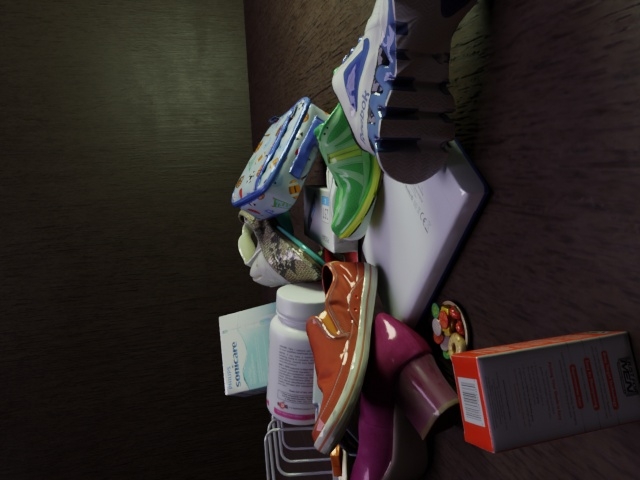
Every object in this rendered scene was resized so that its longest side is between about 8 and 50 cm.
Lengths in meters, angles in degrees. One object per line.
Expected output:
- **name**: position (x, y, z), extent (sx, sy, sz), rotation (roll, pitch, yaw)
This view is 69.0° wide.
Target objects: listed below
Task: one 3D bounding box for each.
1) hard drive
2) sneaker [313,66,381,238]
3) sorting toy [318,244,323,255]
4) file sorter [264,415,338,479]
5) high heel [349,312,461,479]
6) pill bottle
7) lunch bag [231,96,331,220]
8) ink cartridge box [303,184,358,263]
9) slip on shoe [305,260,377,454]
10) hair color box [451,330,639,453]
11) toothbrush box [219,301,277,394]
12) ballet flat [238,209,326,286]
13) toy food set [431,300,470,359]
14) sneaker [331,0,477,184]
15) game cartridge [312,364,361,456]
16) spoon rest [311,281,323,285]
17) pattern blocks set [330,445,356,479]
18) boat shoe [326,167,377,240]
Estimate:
- **hard drive**: position (0.139, -0.024, 0.717), extent (0.319, 0.040, 0.210), rotation (101, 160, -47)
- **sneaker**: position (0.048, -0.151, 0.796), extent (0.109, 0.123, 0.295), rotation (-40, -42, -83)
- **sorting toy**: position (0.000, 0.000, 1.345), extent (0.062, 0.012, 0.083), rotation (-122, 34, -53)
- **file sorter**: position (-0.032, 0.497, 1.161), extent (0.278, 0.173, 0.193), rotation (-46, -49, -86)
- **high heel**: position (0.101, 0.301, 0.781), extent (0.181, 0.127, 0.377), rotation (55, 134, 40)
- **pill bottle**: position (-0.037, 0.251, 1.057), extent (0.160, 0.160, 0.283), rotation (-138, 49, -70)
- **lunch bag**: position (-0.091, -0.204, 1.150), extent (0.243, 0.115, 0.303), rotation (-16, 48, 58)
- **ink cartridge box**: position (0.022, -0.002, 1.150), extent (0.296, 0.066, 0.261), rotation (-150, 57, -74)
- **slip on shoe**: position (0.023, 0.160, 0.720), extent (0.123, 0.101, 0.331), rotation (102, -179, -46)
- **hair color box**: position (0.183, 0.117, 0.376), extent (0.043, 0.141, 0.072), rotation (138, 126, -73)
- **toothbrush box**: position (-0.112, 0.288, 1.270), extent (0.126, 0.295, 0.216), rotation (52, -156, -64)
- **ballet flat**: position (-0.126, 0.016, 1.236), extent (0.164, 0.182, 0.483), rotation (43, -175, -34)
- **toy food set**: position (0.179, 0.125, 0.646), extent (0.082, 0.020, 0.083), rotation (-175, 80, -76)
- **sneaker**: position (0.086, -0.242, 0.577), extent (0.182, 0.127, 0.315), rotation (-141, 55, -60)
- **game cartridge**: position (0.050, 0.279, 0.884), extent (0.297, 0.062, 0.198), rotation (64, -153, -52)
- **spoon rest**: position (-0.035, 0.125, 1.322), extent (0.276, 0.137, 0.084), rotation (159, 118, -87)
- **pattern blocks set**: position (0.054, 0.440, 1.003), extent (0.285, 0.026, 0.325), rotation (64, -157, -60)
- **boat shoe**: position (0.059, -0.118, 0.937), extent (0.084, 0.095, 0.258), rotation (119, 155, -73)
